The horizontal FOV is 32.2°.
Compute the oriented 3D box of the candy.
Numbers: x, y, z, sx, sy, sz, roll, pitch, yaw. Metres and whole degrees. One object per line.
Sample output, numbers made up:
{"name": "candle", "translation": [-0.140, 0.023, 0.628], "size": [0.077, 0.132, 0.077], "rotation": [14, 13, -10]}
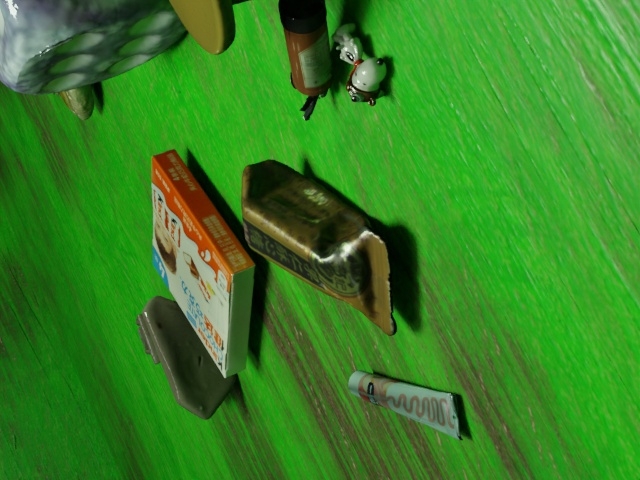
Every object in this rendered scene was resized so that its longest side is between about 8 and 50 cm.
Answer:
{"name": "candy", "translation": [0.000, 0.000, 1.313], "size": [0.271, 0.101, 0.143], "rotation": [37, 147, 42]}

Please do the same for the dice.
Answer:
{"name": "dice", "translation": [-0.345, -0.374, 1.523], "size": [0.271, 0.270, 0.270], "rotation": [67, 156, 4]}

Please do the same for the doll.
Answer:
{"name": "doll", "translation": [0.038, -0.182, 1.156], "size": [0.085, 0.040, 0.058], "rotation": [49, 136, 30]}

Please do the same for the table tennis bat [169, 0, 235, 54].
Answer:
{"name": "table tennis bat", "translation": [-0.167, -0.325, 1.123], "size": [0.321, 0.050, 0.198], "rotation": [58, 166, 25]}

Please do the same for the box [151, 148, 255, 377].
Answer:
{"name": "box", "translation": [-0.191, 0.038, 1.752], "size": [0.273, 0.048, 0.265], "rotation": [52, 151, 33]}

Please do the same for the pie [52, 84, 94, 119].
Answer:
{"name": "pie", "translation": [-0.502, -0.388, 2.080], "size": [0.337, 0.075, 0.338], "rotation": [46, 146, 43]}

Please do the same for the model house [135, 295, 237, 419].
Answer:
{"name": "model house", "translation": [-0.242, 0.192, 1.941], "size": [0.229, 0.122, 0.188], "rotation": [67, 161, -7]}

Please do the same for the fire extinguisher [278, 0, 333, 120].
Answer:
{"name": "fire extinguisher", "translation": [-0.013, -0.197, 1.192], "size": [0.050, 0.062, 0.177], "rotation": [19, 155, 15]}

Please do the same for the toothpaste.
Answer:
{"name": "toothpaste", "translation": [0.102, 0.190, 1.326], "size": [0.205, 0.036, 0.056], "rotation": [8, 115, 59]}

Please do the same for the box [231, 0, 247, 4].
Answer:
{"name": "box", "translation": [-0.057, -0.363, 1.078], "size": [0.195, 0.148, 0.177], "rotation": [65, 155, 8]}
